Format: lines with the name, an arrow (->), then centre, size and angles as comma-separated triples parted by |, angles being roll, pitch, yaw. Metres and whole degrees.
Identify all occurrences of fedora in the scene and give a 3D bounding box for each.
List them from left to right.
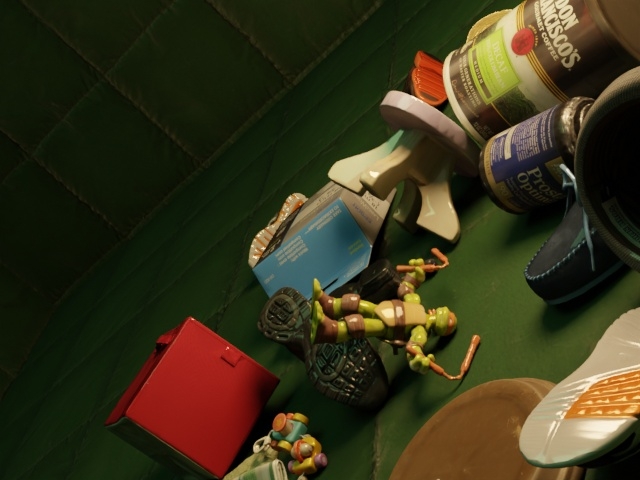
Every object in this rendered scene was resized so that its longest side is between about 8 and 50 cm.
fedora -> 0.391, -0.072, 0.947 | 0.124, 0.243, 0.275 | -23, 3, -26

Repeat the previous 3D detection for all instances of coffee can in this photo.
coffee can -> 0.354, -0.275, 1.424 | 0.275, 0.201, 0.201 | -32, 23, 41

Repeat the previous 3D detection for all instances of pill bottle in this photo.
pill bottle -> 0.331, -0.122, 1.275 | 0.219, 0.123, 0.123 | -25, 28, 51

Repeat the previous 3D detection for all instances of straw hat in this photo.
straw hat -> 0.364, -0.380, 1.853 | 0.144, 0.144, 0.061 | -46, -21, 3

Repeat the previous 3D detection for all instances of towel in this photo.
towel -> -0.122, 0.377, 1.416 | 0.148, 0.027, 0.110 | -40, 20, 23
towel -> -0.089, 0.372, 1.270 | 0.152, 0.023, 0.113 | -35, 59, 39

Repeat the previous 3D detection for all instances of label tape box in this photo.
label tape box -> 0.000, 0.000, 1.751 | 0.240, 0.106, 0.333 | -38, 11, 26

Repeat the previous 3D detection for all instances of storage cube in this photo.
storage cube -> -0.214, 0.272, 1.555 | 0.193, 0.215, 0.183 | -58, 11, -26

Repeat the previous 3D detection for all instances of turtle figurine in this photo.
turtle figurine -> 0.096, 0.101, 1.292 | 0.269, 0.217, 0.087 | -90, 6, -51

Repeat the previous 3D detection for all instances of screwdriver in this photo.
screwdriver -> 0.132, 0.066, 1.518 | 0.170, 0.024, 0.025 | -36, 48, 50

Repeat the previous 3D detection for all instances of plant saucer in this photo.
plant saucer -> 0.161, 0.254, 1.000 | 0.278, 0.041, 0.278 | -42, 19, 18

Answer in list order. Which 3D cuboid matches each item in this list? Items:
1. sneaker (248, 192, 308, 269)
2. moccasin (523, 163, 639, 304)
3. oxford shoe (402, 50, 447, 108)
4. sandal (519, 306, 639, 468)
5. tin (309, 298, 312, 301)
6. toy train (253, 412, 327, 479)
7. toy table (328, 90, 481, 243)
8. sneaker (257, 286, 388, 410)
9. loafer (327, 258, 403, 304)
sneaker -> -0.095, -0.009, 2.129 | 0.215, 0.084, 0.083 | -53, 4, -28
moccasin -> 0.357, -0.077, 1.125 | 0.342, 0.117, 0.138 | -48, 17, -2
oxford shoe -> 0.229, -0.328, 2.058 | 0.098, 0.097, 0.271 | -61, 5, 27
sandal -> 0.289, 0.151, 0.883 | 0.102, 0.076, 0.265 | -3, 24, 46
tin -> -0.002, 0.142, 1.636 | 0.190, 0.040, 0.106 | -18, 38, 57
toy train -> -0.058, 0.310, 1.329 | 0.125, 0.046, 0.166 | -37, 32, 8
toy table -> 0.154, -0.115, 1.535 | 0.252, 0.274, 0.161 | 29, 86, 38
sneaker -> 0.024, 0.167, 1.404 | 0.109, 0.130, 0.286 | -51, 40, 1
loafer -> 0.060, 0.100, 1.515 | 0.170, 0.061, 0.062 | -33, 22, 25
